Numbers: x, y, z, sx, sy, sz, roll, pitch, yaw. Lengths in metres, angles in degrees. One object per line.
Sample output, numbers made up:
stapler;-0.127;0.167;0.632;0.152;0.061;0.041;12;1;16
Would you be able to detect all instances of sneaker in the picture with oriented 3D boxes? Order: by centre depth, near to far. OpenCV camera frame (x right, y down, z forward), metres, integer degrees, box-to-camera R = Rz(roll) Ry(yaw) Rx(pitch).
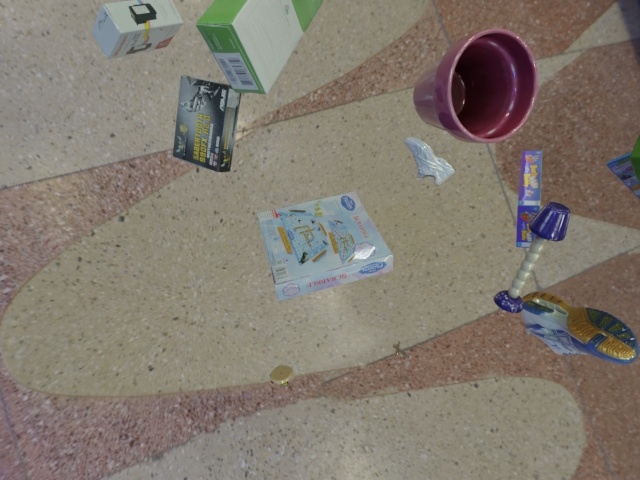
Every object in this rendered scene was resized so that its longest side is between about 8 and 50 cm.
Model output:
sneaker;0.638;0.235;1.028;0.111;0.296;0.131;-22;112;-13
sneaker;0.397;-0.300;1.581;0.232;0.090;0.115;44;104;11

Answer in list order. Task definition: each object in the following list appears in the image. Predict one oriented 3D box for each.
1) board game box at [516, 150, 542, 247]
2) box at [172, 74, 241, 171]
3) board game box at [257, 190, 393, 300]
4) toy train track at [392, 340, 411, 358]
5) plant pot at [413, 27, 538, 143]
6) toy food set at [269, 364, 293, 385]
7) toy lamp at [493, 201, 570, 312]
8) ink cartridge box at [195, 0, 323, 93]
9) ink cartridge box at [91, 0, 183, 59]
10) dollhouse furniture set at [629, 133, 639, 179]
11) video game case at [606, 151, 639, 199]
board game box;0.867;-0.174;1.712;0.347;0.077;0.234;-65;147;-36
box;-0.319;-0.325;1.148;0.182;0.056;0.231;22;109;25
board game box;0.000;0.000;1.174;0.317;0.066;0.319;-13;42;-7
toy train track;0.241;0.325;1.207;0.014;0.083;0.048;12;96;-27
plant pot;0.287;-0.296;0.823;0.201;0.180;0.202;-5;105;-19
toy food set;-0.133;0.459;1.404;0.082;0.083;0.020;-47;135;-49
toy lamp;0.486;0.042;0.945;0.080;0.080;0.275;-2;124;-17
ink cartridge box;-0.075;-0.320;0.578;0.062;0.109;0.210;14;65;26
ink cartridge box;-0.450;-0.524;1.015;0.175;0.127;0.073;-38;106;-38
dollhouse furniture set;0.379;-0.087;0.370;0.076;0.151;0.059;47;70;-25
video game case;0.741;-0.133;0.910;0.166;0.119;0.015;45;76;-1
